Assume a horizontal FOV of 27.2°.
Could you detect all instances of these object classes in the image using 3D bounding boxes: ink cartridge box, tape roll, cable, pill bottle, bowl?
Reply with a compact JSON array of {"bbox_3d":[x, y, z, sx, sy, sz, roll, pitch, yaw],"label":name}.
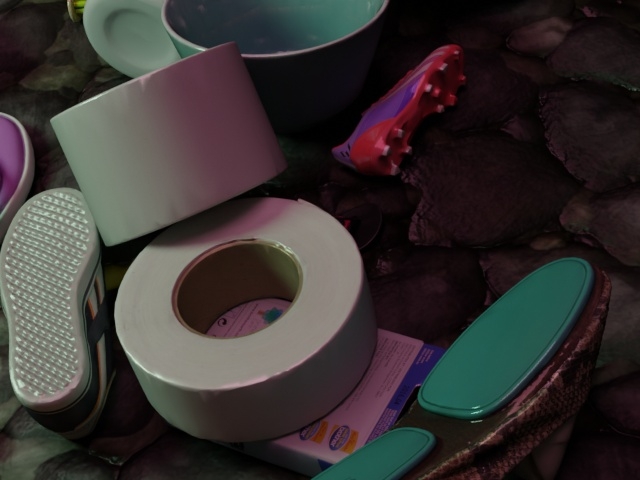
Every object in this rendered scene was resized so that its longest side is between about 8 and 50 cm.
[{"bbox_3d":[-0.010,0.168,1.491,0.311,0.065,0.186,13,52,29],"label":"ink cartridge box"},{"bbox_3d":[-0.181,-0.117,1.594,0.246,0.169,0.246,-24,7,3],"label":"tape roll"},{"bbox_3d":[-0.208,0.007,1.719,0.287,0.072,0.139,-7,38,-8],"label":"cable"},{"bbox_3d":[-0.081,0.083,1.483,0.286,0.100,0.286,-9,44,9],"label":"tape roll"},{"bbox_3d":[-0.212,-0.409,2.005,0.187,0.188,0.334,6,49,20],"label":"pill bottle"},{"bbox_3d":[-0.054,-0.260,1.817,0.311,0.163,0.311,-4,36,3],"label":"bowl"}]

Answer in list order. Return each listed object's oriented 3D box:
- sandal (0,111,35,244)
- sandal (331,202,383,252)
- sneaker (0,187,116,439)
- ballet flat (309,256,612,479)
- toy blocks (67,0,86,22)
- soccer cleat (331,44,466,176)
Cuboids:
[{"bbox_3d":[-0.498,-0.051,1.802,0.169,0.102,0.416,-4,46,11],"label":"sandal"},{"bbox_3d":[0.000,0.000,1.662,0.179,0.040,0.067,-26,46,-10],"label":"sandal"},{"bbox_3d":[-0.315,0.090,1.593,0.126,0.127,0.321,-8,52,3],"label":"sneaker"},{"bbox_3d":[0.138,0.222,1.326,0.483,0.182,0.164,-40,23,-24],"label":"ballet flat"},{"bbox_3d":[-0.320,-0.402,2.122,0.148,0.054,0.123,-4,46,11],"label":"toy blocks"},{"bbox_3d":[0.111,-0.183,1.782,0.095,0.083,0.248,15,56,33],"label":"soccer cleat"}]
